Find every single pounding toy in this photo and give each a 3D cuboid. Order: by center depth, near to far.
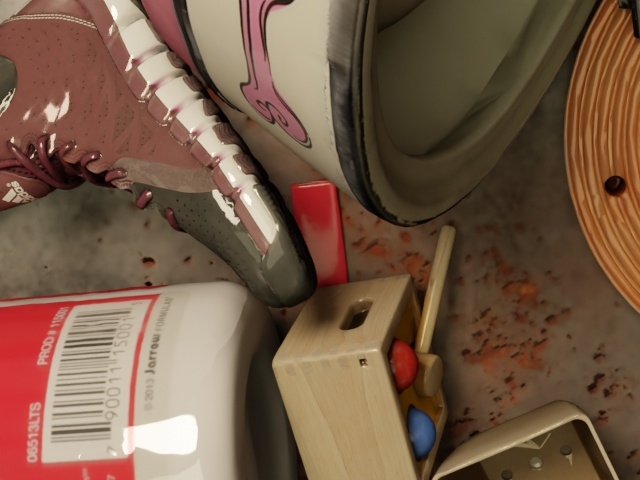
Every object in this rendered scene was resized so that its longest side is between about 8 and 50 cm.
[{"bbox_3d":[0.044,0.080,0.810,0.100,0.141,0.130,-9,110,19],"label":"pounding toy"}]

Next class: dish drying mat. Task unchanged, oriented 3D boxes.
[{"bbox_3d":[0.000,0.000,0.853,0.032,0.008,0.083,-6,100,8],"label":"dish drying mat"}]

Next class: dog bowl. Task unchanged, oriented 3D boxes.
[{"bbox_3d":[0.059,-0.220,0.615,0.150,0.408,0.408,25,105,19],"label":"dog bowl"}]

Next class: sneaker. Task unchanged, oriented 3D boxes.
[{"bbox_3d":[-0.131,-0.038,0.772,0.162,0.106,0.281,-36,68,1],"label":"sneaker"}]

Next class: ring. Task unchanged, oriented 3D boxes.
[{"bbox_3d":[0.325,-0.071,0.785,0.337,0.032,0.336,2,102,7],"label":"ring"}]

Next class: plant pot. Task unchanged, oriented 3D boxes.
[{"bbox_3d":[0.147,0.166,0.824,0.109,0.096,0.109,-26,98,13],"label":"plant pot"}]

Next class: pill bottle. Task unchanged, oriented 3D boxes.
[{"bbox_3d":[-0.231,0.154,0.802,0.408,0.229,0.229,-5,101,9],"label":"pill bottle"}]

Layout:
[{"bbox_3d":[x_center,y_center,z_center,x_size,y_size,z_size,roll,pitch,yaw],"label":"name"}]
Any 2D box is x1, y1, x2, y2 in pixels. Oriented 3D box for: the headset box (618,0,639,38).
[{"bbox_3d":[0.222,-0.158,0.747,0.083,0.032,0.062,-7,101,8],"label":"headset box"}]
